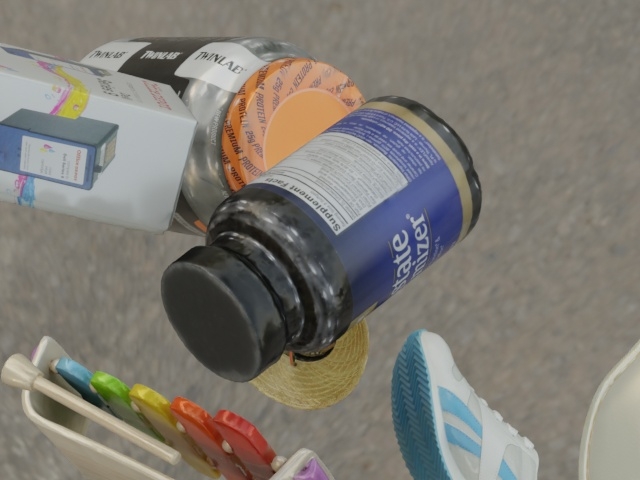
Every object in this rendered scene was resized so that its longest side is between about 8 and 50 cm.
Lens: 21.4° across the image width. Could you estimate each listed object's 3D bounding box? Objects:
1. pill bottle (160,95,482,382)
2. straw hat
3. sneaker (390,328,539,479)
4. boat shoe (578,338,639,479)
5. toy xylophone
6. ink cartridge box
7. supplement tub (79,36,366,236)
[{"bbox_3d":[0.000,0.000,1.158,0.219,0.123,0.123,-37,84,-34],"label":"pill bottle"},{"bbox_3d":[-0.010,0.071,1.450,0.145,0.061,0.144,6,104,26],"label":"straw hat"},{"bbox_3d":[0.132,0.184,1.491,0.092,0.087,0.228,-11,70,-26],"label":"sneaker"},{"bbox_3d":[0.255,0.084,1.166,0.095,0.079,0.254,13,74,35],"label":"boat shoe"},{"bbox_3d":[-0.136,0.172,1.450,0.323,0.236,0.081,23,68,24],"label":"toy xylophone"},{"bbox_3d":[-0.208,-0.083,1.220,0.212,0.154,0.093,15,102,-15],"label":"ink cartridge box"},{"bbox_3d":[-0.104,-0.099,1.614,0.194,0.316,0.193,-4,97,-37],"label":"supplement tub"}]
